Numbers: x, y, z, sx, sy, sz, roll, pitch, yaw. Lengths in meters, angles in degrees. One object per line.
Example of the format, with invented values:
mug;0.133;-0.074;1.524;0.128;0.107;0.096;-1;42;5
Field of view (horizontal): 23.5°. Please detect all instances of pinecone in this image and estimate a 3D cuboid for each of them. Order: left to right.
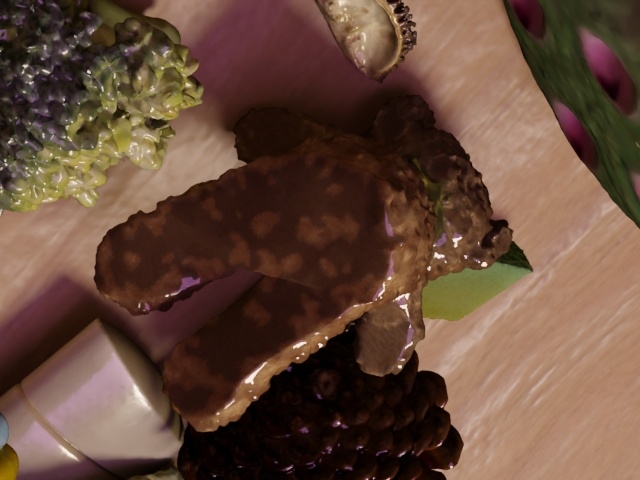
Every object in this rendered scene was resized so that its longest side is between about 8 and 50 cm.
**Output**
pinecone;0.004;0.202;1.346;0.246;0.246;0.292;-20;147;-9

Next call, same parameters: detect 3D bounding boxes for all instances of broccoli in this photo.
broccoli;-0.191;-0.141;1.087;0.263;0.246;0.243;-13;174;34

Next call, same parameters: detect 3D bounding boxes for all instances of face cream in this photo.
face cream;-0.269;0.220;1.340;0.348;0.081;0.173;-39;133;6

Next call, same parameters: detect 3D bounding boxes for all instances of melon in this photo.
melon;0.054;0.036;1.386;0.262;0.053;0.114;-3;140;-16

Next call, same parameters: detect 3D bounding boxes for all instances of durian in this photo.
durian;0.040;-0.178;1.225;0.066;0.052;0.130;-28;128;1

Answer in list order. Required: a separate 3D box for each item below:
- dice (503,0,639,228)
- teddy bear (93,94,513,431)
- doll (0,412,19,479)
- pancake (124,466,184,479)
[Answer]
dice;0.341;-0.181;1.169;0.318;0.330;0.322;-31;126;-2
teddy bear;-0.008;0.006;1.240;0.296;0.246;0.222;-33;169;5
doll;-0.423;0.224;1.211;0.376;0.187;0.365;26;106;-22
pancake;-0.210;0.284;1.366;0.254;0.037;0.253;-32;159;-14
